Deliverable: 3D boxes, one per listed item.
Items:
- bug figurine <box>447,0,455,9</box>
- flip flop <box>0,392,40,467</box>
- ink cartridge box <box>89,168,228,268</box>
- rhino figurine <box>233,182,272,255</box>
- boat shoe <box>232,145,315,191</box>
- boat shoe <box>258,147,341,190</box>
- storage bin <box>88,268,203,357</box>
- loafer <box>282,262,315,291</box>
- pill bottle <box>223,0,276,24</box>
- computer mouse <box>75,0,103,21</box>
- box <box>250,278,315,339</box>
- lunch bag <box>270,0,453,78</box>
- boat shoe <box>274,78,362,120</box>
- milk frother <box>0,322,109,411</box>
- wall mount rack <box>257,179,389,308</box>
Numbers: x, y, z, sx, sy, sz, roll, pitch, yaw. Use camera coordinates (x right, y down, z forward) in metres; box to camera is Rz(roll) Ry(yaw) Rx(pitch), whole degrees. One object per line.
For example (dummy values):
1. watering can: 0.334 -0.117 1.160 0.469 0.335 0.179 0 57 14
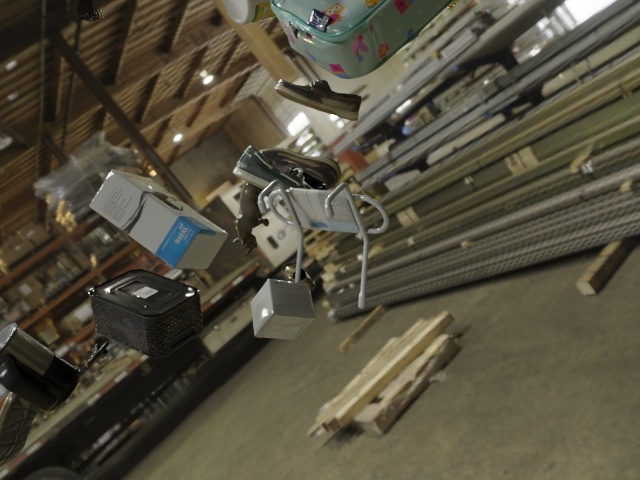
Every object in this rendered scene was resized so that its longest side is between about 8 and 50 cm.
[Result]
1. bug figurine: 0.383 -0.739 1.574 0.279 0.072 0.216 135 158 -69
2. flip flop: -0.721 0.425 1.386 0.277 0.080 0.112 -59 -22 14
3. ink cartridge box: -0.442 -0.056 1.712 0.129 0.307 0.223 -57 -11 6
4. rhino figurine: -0.217 -0.070 1.923 0.073 0.243 0.106 19 13 41
5. boat shoe: -0.086 -0.170 1.758 0.099 0.320 0.116 -69 14 -3
6. boat shoe: -0.112 -0.232 2.104 0.356 0.132 0.130 5 33 19
7. storage bin: -0.314 0.126 1.112 0.180 0.084 0.122 14 27 31
8. loafer: -0.067 0.100 1.834 0.056 0.050 0.148 -38 42 -19
9. pill bottle: -0.111 -0.577 1.419 0.208 0.117 0.118 -28 0 -29
10. computer mouse: -0.425 -0.550 1.288 0.262 0.060 0.184 -77 11 -57
11. box: -0.080 0.147 1.299 0.101 0.102 0.087 -51 39 43
12. lunch bag: 0.065 -0.389 0.951 0.279 0.224 0.108 -42 -36 -6
13. boat shoe: -0.002 -0.443 1.867 0.103 0.285 0.092 36 110 64
14. milk frother: -0.434 0.183 0.978 0.129 0.134 0.143 7 55 54
15. wall mount rack: 0.000 0.000 1.478 0.350 0.304 0.130 6 42 37
